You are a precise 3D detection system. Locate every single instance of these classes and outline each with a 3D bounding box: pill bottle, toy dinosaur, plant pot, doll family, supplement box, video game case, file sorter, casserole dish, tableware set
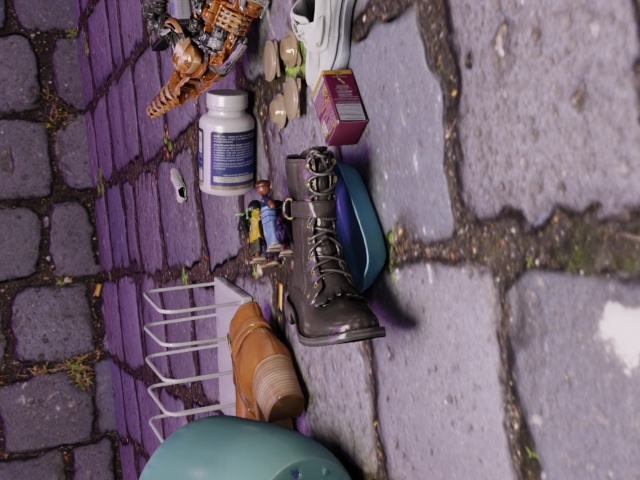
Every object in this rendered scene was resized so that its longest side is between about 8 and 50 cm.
[{"bbox_3d":[-0.159,-0.167,1.629,0.094,0.094,0.169,-139,48,-61],"label":"pill bottle"},{"bbox_3d":[-0.204,-0.331,1.571,0.322,0.164,0.218,-35,56,14],"label":"toy dinosaur"},{"bbox_3d":[-0.080,0.390,1.339,0.235,0.293,0.293,-14,82,52],"label":"plant pot"},{"bbox_3d":[-0.085,-0.026,1.518,0.193,0.076,0.111,151,116,-62],"label":"doll family"},{"bbox_3d":[0.024,-0.171,1.232,0.055,0.043,0.083,120,140,-56],"label":"supplement box"},{"bbox_3d":[-0.334,-0.557,2.060,0.275,0.035,0.248,176,88,-69],"label":"video game case"},{"bbox_3d":[-0.232,0.229,1.814,0.193,0.173,0.278,-157,64,-65],"label":"file sorter"},{"bbox_3d":[0.040,-0.016,1.240,0.114,0.037,0.188,117,143,-54],"label":"casserole dish"},{"bbox_3d":[-0.056,-0.243,1.452,0.168,0.020,0.141,173,93,-70],"label":"tableware set"}]

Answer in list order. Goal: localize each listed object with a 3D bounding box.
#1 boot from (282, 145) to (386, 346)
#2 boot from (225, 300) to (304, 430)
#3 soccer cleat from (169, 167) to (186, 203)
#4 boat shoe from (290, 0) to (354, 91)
[{"bbox_3d":[0.000,0.000,1.174,0.263,0.091,0.229,-156,62,-68],"label":"boot"},{"bbox_3d":[-0.121,0.264,1.619,0.220,0.109,0.283,-119,33,-43],"label":"boot"},{"bbox_3d":[-0.313,-0.124,2.132,0.035,0.029,0.083,-28,72,58],"label":"soccer cleat"},{"bbox_3d":[-0.004,-0.288,1.228,0.083,0.075,0.226,-119,31,-46],"label":"boat shoe"}]
